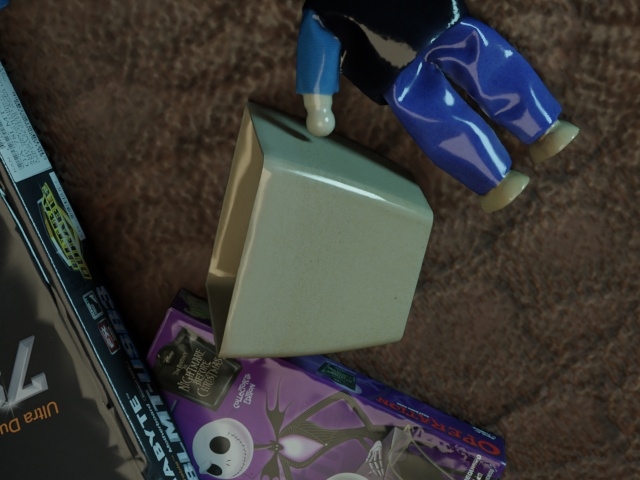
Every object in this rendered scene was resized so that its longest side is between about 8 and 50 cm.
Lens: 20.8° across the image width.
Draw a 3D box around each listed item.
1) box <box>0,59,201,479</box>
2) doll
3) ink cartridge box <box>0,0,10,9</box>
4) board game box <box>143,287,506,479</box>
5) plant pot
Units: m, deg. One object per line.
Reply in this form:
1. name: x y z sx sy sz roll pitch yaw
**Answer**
1. box: -0.247 0.082 0.947 0.295 0.073 0.293 -23 93 15
2. doll: 0.042 -0.099 0.901 0.129 0.046 0.189 -45 97 -1
3. ink cartridge box: -0.382 -0.126 0.812 0.394 0.285 0.166 -9 107 9
4. board game box: -0.061 0.224 1.006 0.208 0.056 0.347 26 104 1
5. plant pot: 0.000 0.000 0.915 0.096 0.109 0.109 10 109 -12
